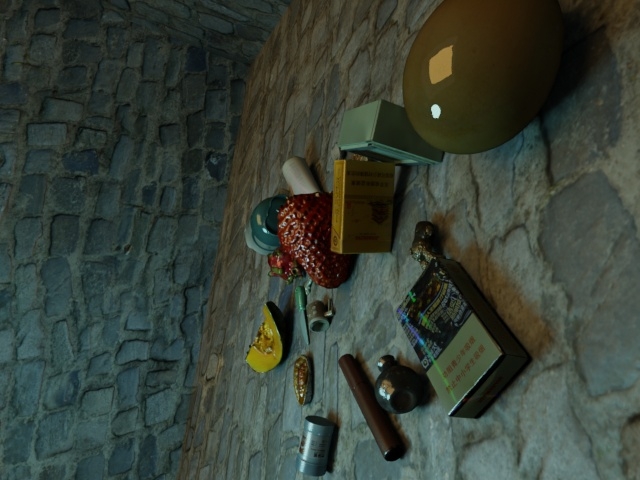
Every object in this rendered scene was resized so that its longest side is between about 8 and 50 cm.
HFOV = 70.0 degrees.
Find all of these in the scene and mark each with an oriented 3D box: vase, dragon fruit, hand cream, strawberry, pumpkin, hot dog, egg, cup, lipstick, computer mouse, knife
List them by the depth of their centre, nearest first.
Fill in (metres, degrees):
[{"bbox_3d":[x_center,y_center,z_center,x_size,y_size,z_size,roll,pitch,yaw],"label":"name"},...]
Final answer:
[{"bbox_3d":[0.335,-0.366,0.961,0.374,0.300,0.301,-69,26,16],"label":"egg"},{"bbox_3d":[0.189,0.356,1.162,0.183,0.120,0.120,-105,33,-77],"label":"vase"},{"bbox_3d":[0.132,0.454,1.281,0.057,0.057,0.357,-67,26,20],"label":"lipstick"},{"bbox_3d":[0.000,0.000,1.608,0.312,0.267,0.352,35,-145,-83],"label":"strawberry"},{"bbox_3d":[-0.006,0.261,1.651,0.102,0.074,0.099,-60,29,33],"label":"cup"},{"bbox_3d":[-0.067,0.514,1.680,0.099,0.053,0.192,129,147,-51],"label":"hot dog"},{"bbox_3d":[0.074,-0.349,1.831,0.066,0.039,0.096,-49,44,46],"label":"computer mouse"},{"bbox_3d":[-0.074,0.303,1.834,0.063,0.034,0.261,127,144,-48],"label":"knife"},{"bbox_3d":[-0.147,0.106,1.943,0.167,0.160,0.172,-53,25,-3],"label":"dragon fruit"},{"bbox_3d":[-0.189,0.417,1.951,0.169,0.148,0.312,29,114,23],"label":"pumpkin"},{"bbox_3d":[-0.067,-0.221,2.007,0.186,0.117,0.359,-55,43,36],"label":"hand cream"},{"bbox_3d":[-0.205,-0.096,2.058,0.257,0.219,0.290,134,154,-63],"label":"cup"}]

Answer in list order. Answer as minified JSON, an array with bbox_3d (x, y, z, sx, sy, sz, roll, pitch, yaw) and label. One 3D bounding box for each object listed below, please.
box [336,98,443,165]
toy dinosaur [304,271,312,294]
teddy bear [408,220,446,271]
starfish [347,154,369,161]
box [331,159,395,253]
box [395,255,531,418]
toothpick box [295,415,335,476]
[{"bbox_3d":[0.200,-0.293,1.308,0.225,0.224,0.118,17,94,67],"label":"box"},{"bbox_3d":[-0.038,0.078,1.833,0.167,0.053,0.242,130,136,-57],"label":"toy dinosaur"},{"bbox_3d":[0.266,0.019,1.184,0.119,0.077,0.161,101,170,-51],"label":"teddy bear"},{"bbox_3d":[0.128,-0.267,1.649,0.299,0.060,0.303,-107,32,-58],"label":"starfish"},{"bbox_3d":[0.126,-0.099,1.365,0.076,0.174,0.274,-164,75,-66],"label":"box"},{"bbox_3d":[0.297,0.207,1.019,0.198,0.084,0.310,-63,28,28],"label":"box"},{"bbox_3d":[-0.017,0.648,1.447,0.101,0.101,0.153,-1,77,65],"label":"toothpick box"}]
